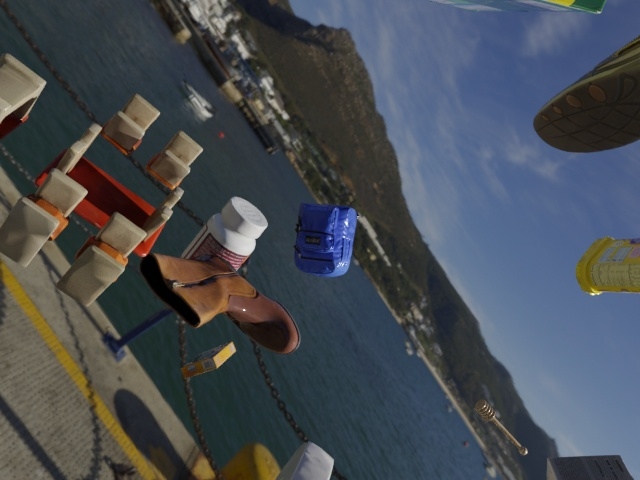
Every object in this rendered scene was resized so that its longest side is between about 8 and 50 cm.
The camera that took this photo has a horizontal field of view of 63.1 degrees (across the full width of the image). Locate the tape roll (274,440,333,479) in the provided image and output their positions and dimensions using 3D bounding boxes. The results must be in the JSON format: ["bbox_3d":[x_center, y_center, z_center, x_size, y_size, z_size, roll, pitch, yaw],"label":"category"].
[{"bbox_3d":[-0.107,0.591,1.042,0.072,0.392,0.392,34,0,6],"label":"tape roll"}]

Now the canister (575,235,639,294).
[{"bbox_3d":[0.583,0.046,0.961,0.073,0.126,0.170,58,-26,-15],"label":"canister"}]

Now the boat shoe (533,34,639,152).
[{"bbox_3d":[0.510,-0.250,0.814,0.132,0.130,0.355,49,-36,-14],"label":"boat shoe"}]

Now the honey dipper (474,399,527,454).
[{"bbox_3d":[0.402,0.417,1.153,0.161,0.030,0.030,48,4,-9],"label":"honey dipper"}]

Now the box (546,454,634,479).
[{"bbox_3d":[0.390,0.425,0.744,0.114,0.103,0.203,-76,159,-68],"label":"box"}]

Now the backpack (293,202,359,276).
[{"bbox_3d":[0.000,0.000,0.870,0.101,0.098,0.120,11,86,-67],"label":"backpack"}]

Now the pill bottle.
[{"bbox_3d":[-0.224,0.016,1.172,0.121,0.221,0.121,37,18,-15],"label":"pill bottle"}]

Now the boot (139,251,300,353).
[{"bbox_3d":[-0.160,0.116,0.922,0.264,0.096,0.280,50,4,8],"label":"boot"}]

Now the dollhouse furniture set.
[{"bbox_3d":[-0.304,-0.079,0.626,0.259,0.135,0.262,40,34,-20],"label":"dollhouse furniture set"}]

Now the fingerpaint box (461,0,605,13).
[{"bbox_3d":[0.282,-0.538,0.746,0.445,0.163,0.371,-102,-157,-65],"label":"fingerpaint box"}]

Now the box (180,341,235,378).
[{"bbox_3d":[-0.244,0.262,1.160,0.136,0.081,0.028,-38,107,-79],"label":"box"}]
